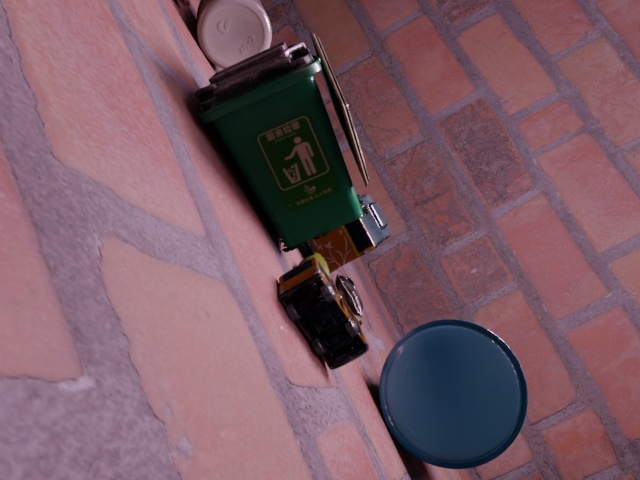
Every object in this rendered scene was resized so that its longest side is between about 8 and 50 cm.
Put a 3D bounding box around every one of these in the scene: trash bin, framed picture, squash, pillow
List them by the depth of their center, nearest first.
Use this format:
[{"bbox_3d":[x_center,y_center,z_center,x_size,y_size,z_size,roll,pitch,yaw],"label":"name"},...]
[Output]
[{"bbox_3d":[0.041,-0.269,1.213,0.217,0.017,0.274,66,6,-49],"label":"framed picture"},{"bbox_3d":[-0.012,0.082,1.249,0.069,0.069,0.239,59,7,-17],"label":"squash"},{"bbox_3d":[-0.073,-0.202,1.264,0.295,0.259,0.381,-102,169,-70],"label":"trash bin"},{"bbox_3d":[0.083,0.160,1.737,0.136,0.055,0.091,63,-26,-7],"label":"pillow"}]

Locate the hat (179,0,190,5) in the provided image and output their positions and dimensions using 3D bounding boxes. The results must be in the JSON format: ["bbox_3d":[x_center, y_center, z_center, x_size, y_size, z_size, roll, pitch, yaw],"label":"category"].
[{"bbox_3d":[-0.427,-0.817,1.666,0.237,0.107,0.286,70,2,-54],"label":"hat"}]

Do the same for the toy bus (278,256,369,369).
[{"bbox_3d":[0.005,0.130,1.070,0.182,0.091,0.103,57,8,-24],"label":"toy bus"}]

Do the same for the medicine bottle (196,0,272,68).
[{"bbox_3d":[-0.264,-0.650,1.786,0.208,0.208,0.340,58,7,-32],"label":"medicine bottle"}]

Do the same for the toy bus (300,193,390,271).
[{"bbox_3d":[0.066,-0.021,1.613,0.162,0.194,0.323,61,16,1],"label":"toy bus"}]

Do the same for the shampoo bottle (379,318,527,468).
[{"bbox_3d":[0.333,0.387,1.492,0.331,0.331,0.343,64,5,22],"label":"shampoo bottle"}]
